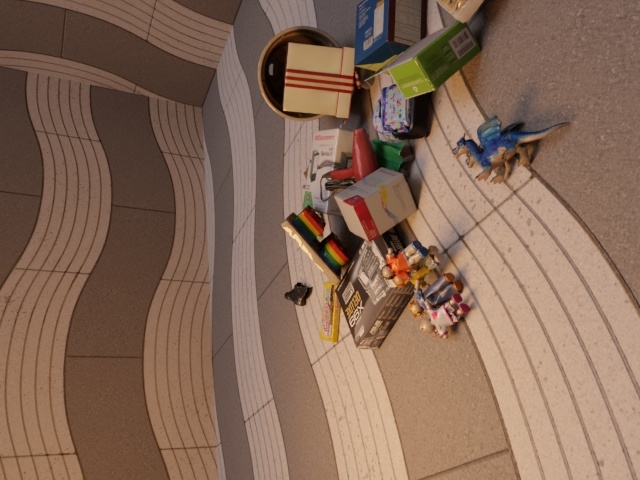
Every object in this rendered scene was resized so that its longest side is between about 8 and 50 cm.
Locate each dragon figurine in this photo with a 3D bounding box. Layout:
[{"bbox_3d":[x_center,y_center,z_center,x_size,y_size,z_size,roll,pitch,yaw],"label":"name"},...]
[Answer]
[{"bbox_3d":[0.401,-0.223,1.265,0.289,0.085,0.144,133,136,-54],"label":"dragon figurine"}]

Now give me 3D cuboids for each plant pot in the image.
[{"bbox_3d":[-0.088,-0.647,2.196,0.305,0.333,0.334,-120,42,-69],"label":"plant pot"}]

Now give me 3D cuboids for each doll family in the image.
[{"bbox_3d":[0.266,0.119,1.439,0.163,0.118,0.263,-43,77,38],"label":"doll family"}]

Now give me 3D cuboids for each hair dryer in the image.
[{"bbox_3d":[0.088,-0.207,1.748,0.223,0.080,0.294,38,124,26],"label":"hair dryer"}]

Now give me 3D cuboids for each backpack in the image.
[{"bbox_3d":[0.217,-0.365,1.617,0.173,0.116,0.159,4,88,49],"label":"backpack"}]

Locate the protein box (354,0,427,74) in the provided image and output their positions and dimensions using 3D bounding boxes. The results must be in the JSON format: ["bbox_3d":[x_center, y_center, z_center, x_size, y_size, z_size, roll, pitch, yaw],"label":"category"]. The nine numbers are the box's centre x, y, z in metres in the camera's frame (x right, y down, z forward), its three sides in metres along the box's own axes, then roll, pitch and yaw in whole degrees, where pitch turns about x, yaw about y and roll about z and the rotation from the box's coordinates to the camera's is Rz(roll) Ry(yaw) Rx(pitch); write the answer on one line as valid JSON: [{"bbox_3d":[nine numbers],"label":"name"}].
[{"bbox_3d":[0.209,-0.644,1.719,0.199,0.135,0.201,169,106,-64],"label":"protein box"}]

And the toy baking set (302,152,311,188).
[{"bbox_3d":[-0.014,-0.282,2.230,0.256,0.030,0.197,-150,69,-63],"label":"toy baking set"}]

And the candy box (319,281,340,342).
[{"bbox_3d":[0.035,0.249,1.998,0.105,0.027,0.206,172,103,-68],"label":"candy box"}]

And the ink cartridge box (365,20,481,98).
[{"bbox_3d":[0.262,-0.460,1.495,0.188,0.097,0.255,-41,17,-18],"label":"ink cartridge box"}]

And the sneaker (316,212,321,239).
[{"bbox_3d":[-0.010,-0.079,2.158,0.075,0.057,0.162,4,86,48],"label":"sneaker"}]

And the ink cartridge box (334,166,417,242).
[{"bbox_3d":[0.158,-0.105,1.613,0.127,0.176,0.128,63,168,-26],"label":"ink cartridge box"}]

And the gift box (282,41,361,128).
[{"bbox_3d":[0.003,-0.532,1.954,0.255,0.257,0.277,-100,14,-68],"label":"gift box"}]

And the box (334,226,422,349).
[{"bbox_3d":[0.163,0.135,1.693,0.308,0.076,0.243,-63,31,35],"label":"box"}]

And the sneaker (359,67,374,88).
[{"bbox_3d":[0.156,-0.591,1.917,0.061,0.053,0.152,-137,56,-66],"label":"sneaker"}]

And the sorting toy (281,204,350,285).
[{"bbox_3d":[0.000,0.000,1.856,0.089,0.255,0.257,-41,5,7],"label":"sorting toy"}]

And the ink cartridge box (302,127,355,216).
[{"bbox_3d":[0.047,-0.237,1.981,0.211,0.121,0.290,16,99,64],"label":"ink cartridge box"}]

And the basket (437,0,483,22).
[{"bbox_3d":[0.300,-0.763,1.340,0.331,0.266,0.329,-53,36,30],"label":"basket"}]

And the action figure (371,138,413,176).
[{"bbox_3d":[0.197,-0.256,1.735,0.232,0.063,0.137,41,122,56],"label":"action figure"}]

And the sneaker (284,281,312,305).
[{"bbox_3d":[-0.088,0.204,2.251,0.170,0.051,0.089,22,104,59],"label":"sneaker"}]
